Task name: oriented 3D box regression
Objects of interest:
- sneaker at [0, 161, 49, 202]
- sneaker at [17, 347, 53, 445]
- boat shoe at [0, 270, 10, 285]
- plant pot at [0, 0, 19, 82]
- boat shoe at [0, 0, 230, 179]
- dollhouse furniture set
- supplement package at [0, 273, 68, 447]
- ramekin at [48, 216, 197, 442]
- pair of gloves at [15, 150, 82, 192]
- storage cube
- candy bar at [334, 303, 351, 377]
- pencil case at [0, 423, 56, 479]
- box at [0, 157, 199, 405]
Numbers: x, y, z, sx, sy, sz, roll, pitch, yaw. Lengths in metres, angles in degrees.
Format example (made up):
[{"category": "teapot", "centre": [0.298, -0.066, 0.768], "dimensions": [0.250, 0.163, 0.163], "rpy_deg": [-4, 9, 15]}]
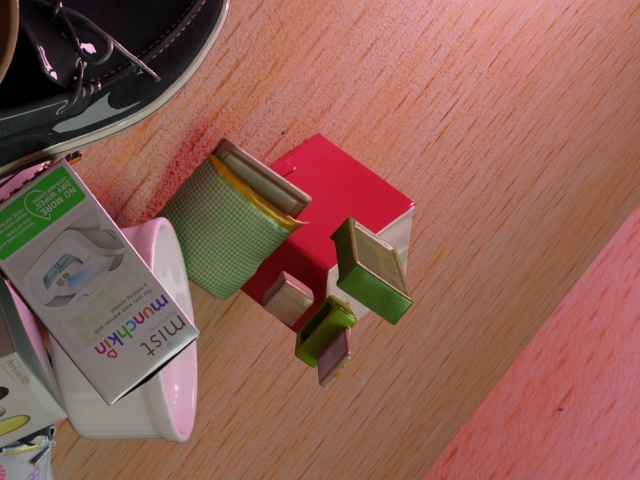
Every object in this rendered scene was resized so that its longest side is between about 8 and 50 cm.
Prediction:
[{"category": "sneaker", "centre": [-0.374, -0.074, 1.876], "dimensions": [0.090, 0.095, 0.235], "rpy_deg": [-37, -174, 32]}, {"category": "sneaker", "centre": [-0.403, 0.204, 2.097], "dimensions": [0.235, 0.153, 0.094], "rpy_deg": [-31, 146, -39]}, {"category": "boat shoe", "centre": [-0.388, 0.061, 2.034], "dimensions": [0.068, 0.072, 0.190], "rpy_deg": [-36, 150, -33]}, {"category": "plant pot", "centre": [-0.403, -0.207, 1.576], "dimensions": [0.237, 0.109, 0.237], "rpy_deg": [-5, 98, -37]}, {"category": "boat shoe", "centre": [-0.289, -0.188, 1.768], "dimensions": [0.500, 0.187, 0.156], "rpy_deg": [-32, 153, -29]}, {"category": "dollhouse furniture set", "centre": [-0.064, 0.036, 2.235], "dimensions": [0.197, 0.301, 0.151], "rpy_deg": [-49, -160, 18]}, {"category": "supplement package", "centre": [-0.418, 0.143, 1.921], "dimensions": [0.203, 0.149, 0.194], "rpy_deg": [-24, 151, -1]}, {"category": "ramekin", "centre": [-0.241, 0.115, 2.137], "dimensions": [0.277, 0.135, 0.277], "rpy_deg": [-6, 90, -84]}, {"category": "pair of gloves", "centre": [-0.315, -0.079, 2.010], "dimensions": [0.074, 0.010, 0.083], "rpy_deg": [-32, 175, 38]}, {"category": "storage cube", "centre": [0.000, 0.000, 2.480], "dimensions": [0.215, 0.193, 0.184], "rpy_deg": [-36, 150, -31]}, {"category": "candy bar", "centre": [0.029, 0.136, 2.371], "dimensions": [0.040, 0.018, 0.161], "rpy_deg": [-62, -171, 23]}, {"category": "pencil case", "centre": [-0.398, 0.299, 2.262], "dimensions": [0.273, 0.124, 0.113], "rpy_deg": [97, -2, -49]}, {"category": "box", "centre": [-0.251, 0.042, 1.850], "dimensions": [0.127, 0.231, 0.262], "rpy_deg": [-38, -173, -9]}]
